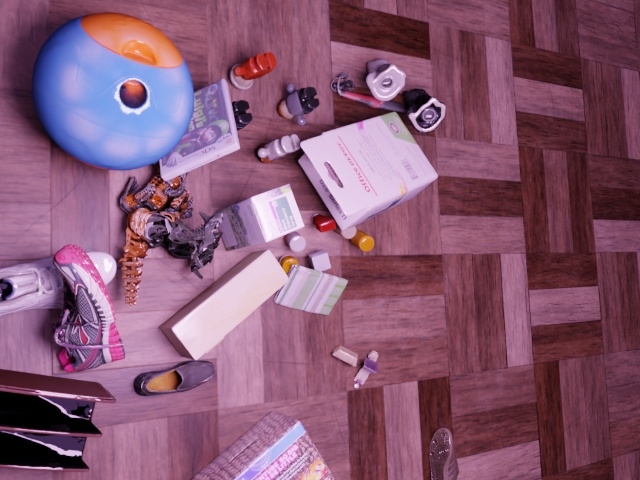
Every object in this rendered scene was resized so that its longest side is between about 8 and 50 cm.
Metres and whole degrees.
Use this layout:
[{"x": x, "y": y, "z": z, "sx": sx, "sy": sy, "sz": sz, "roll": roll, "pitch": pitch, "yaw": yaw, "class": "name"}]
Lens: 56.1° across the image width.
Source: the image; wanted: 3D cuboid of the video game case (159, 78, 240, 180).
[{"x": -0.258, "y": -0.231, "z": 1.238, "sx": 0.022, "sy": 0.173, "sz": 0.191, "roll": 52, "pitch": 19, "yaw": -56, "class": "video game case"}]

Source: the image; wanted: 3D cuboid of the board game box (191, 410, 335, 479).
[{"x": -0.091, "y": 0.564, "z": 1.290, "sx": 0.232, "sy": 0.141, "sz": 0.291, "roll": -34, "pitch": 102, "yaw": -28, "class": "board game box"}]

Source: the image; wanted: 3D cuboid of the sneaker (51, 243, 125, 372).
[{"x": -0.431, "y": 0.137, "z": 1.081, "sx": 0.112, "sy": 0.121, "sz": 0.299, "roll": -20, "pitch": 137, "yaw": -26, "class": "sneaker"}]

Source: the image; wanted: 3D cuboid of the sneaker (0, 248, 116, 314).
[{"x": -0.519, "y": 0.084, "z": 1.104, "sx": 0.297, "sy": 0.129, "sz": 0.111, "roll": -18, "pitch": 91, "yaw": -31, "class": "sneaker"}]

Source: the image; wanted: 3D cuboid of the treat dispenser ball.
[{"x": -0.383, "y": -0.275, "z": 1.127, "sx": 0.288, "sy": 0.288, "sz": 0.289, "roll": 3, "pitch": 83, "yaw": -29, "class": "treat dispenser ball"}]

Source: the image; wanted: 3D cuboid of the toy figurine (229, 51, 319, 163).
[{"x": -0.131, "y": -0.292, "z": 1.363, "sx": 0.209, "sy": 0.148, "sz": 0.213, "roll": 30, "pitch": 69, "yaw": -30, "class": "toy figurine"}]

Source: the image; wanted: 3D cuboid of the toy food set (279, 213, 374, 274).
[{"x": 0.000, "y": 0.000, "z": 1.447, "sx": 0.232, "sy": 0.104, "sz": 0.111, "roll": -20, "pitch": 109, "yaw": -12, "class": "toy food set"}]

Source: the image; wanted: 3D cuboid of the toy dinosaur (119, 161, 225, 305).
[{"x": -0.321, "y": -0.024, "z": 1.243, "sx": 0.218, "sy": 0.164, "sz": 0.322, "roll": 20, "pitch": 90, "yaw": -5, "class": "toy dinosaur"}]

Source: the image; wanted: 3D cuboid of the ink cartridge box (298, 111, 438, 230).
[{"x": 0.094, "y": -0.160, "z": 1.417, "sx": 0.353, "sy": 0.119, "sz": 0.207, "roll": -24, "pitch": 79, "yaw": -42, "class": "ink cartridge box"}]

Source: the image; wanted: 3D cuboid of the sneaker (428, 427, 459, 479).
[{"x": 0.329, "y": 0.586, "z": 1.583, "sx": 0.071, "sy": 0.066, "sz": 0.189, "roll": 8, "pitch": 86, "yaw": -46, "class": "sneaker"}]

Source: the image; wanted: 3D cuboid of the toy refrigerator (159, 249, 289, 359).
[{"x": -0.202, "y": 0.137, "z": 1.295, "sx": 0.269, "sy": 0.102, "sz": 0.094, "roll": -40, "pitch": 104, "yaw": -27, "class": "toy refrigerator"}]

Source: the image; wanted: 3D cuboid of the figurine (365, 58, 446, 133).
[{"x": 0.206, "y": -0.385, "z": 1.540, "sx": 0.214, "sy": 0.209, "sz": 0.092, "roll": 34, "pitch": 110, "yaw": -16, "class": "figurine"}]

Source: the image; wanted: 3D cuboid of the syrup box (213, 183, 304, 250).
[{"x": -0.136, "y": -0.044, "z": 1.273, "sx": 0.096, "sy": 0.236, "sz": 0.093, "roll": -23, "pitch": 95, "yaw": -29, "class": "syrup box"}]

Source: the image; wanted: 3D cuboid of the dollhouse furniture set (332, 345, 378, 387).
[{"x": 0.075, "y": 0.306, "z": 1.489, "sx": 0.114, "sy": 0.091, "sz": 0.081, "roll": 28, "pitch": 113, "yaw": -2, "class": "dollhouse furniture set"}]

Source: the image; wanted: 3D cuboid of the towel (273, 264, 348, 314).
[{"x": -0.022, "y": 0.118, "z": 1.418, "sx": 0.151, "sy": 0.023, "sz": 0.113, "roll": 17, "pitch": 116, "yaw": -29, "class": "towel"}]

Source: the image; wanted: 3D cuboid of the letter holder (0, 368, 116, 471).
[{"x": -0.530, "y": 0.308, "z": 1.024, "sx": 0.301, "sy": 0.214, "sz": 0.152, "roll": 17, "pitch": 77, "yaw": -28, "class": "letter holder"}]

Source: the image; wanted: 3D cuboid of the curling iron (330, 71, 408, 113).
[{"x": 0.149, "y": -0.379, "z": 1.587, "sx": 0.273, "sy": 0.035, "sz": 0.068, "roll": 13, "pitch": 79, "yaw": -28, "class": "curling iron"}]

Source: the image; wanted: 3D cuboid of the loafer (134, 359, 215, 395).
[{"x": -0.294, "y": 0.290, "z": 1.249, "sx": 0.170, "sy": 0.061, "sz": 0.062, "roll": -12, "pitch": 90, "yaw": -31, "class": "loafer"}]
